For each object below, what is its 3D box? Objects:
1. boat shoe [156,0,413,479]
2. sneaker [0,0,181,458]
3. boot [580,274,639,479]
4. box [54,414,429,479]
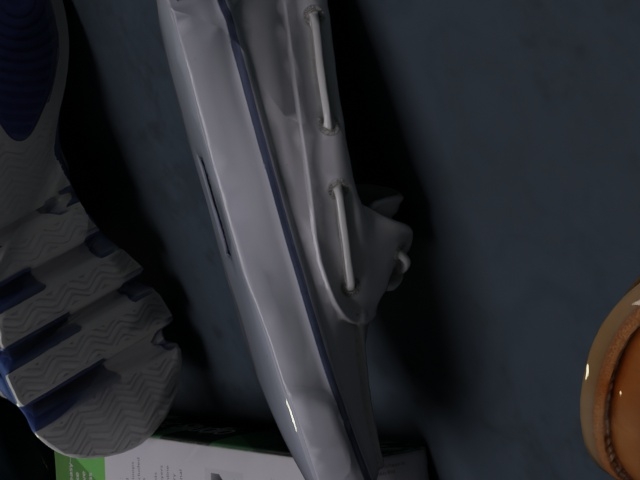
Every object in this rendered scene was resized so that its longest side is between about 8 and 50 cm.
[{"bbox_3d":[0.000,0.000,0.844,0.095,0.084,0.258,-133,27,-70],"label":"boat shoe"},{"bbox_3d":[-0.206,-0.027,1.077,0.182,0.127,0.315,1,113,57],"label":"sneaker"},{"bbox_3d":[0.212,0.050,0.585,0.220,0.109,0.283,44,137,20],"label":"boot"},{"bbox_3d":[-0.049,0.219,1.049,0.322,0.058,0.232,-1,93,54],"label":"box"}]
